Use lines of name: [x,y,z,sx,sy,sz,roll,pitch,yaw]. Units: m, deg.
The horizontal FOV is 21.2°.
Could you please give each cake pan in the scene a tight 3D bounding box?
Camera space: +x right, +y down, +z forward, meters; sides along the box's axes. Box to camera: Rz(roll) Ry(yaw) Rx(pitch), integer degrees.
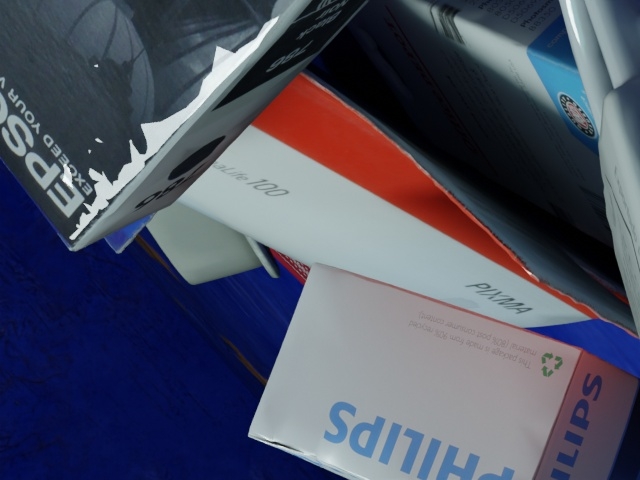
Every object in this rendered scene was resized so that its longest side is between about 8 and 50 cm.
cake pan: [-0.116,-0.094,1.050,0.293,0.054,0.293,61,180,0]

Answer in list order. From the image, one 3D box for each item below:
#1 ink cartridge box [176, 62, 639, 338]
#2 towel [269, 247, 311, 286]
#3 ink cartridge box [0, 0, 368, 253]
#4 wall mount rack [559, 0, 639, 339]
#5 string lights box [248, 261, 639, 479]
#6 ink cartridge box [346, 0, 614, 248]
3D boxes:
ink cartridge box: [0.011,-0.010,0.713,0.385,0.091,0.308,40,-172,39]
towel: [0.000,0.000,1.259,0.199,0.031,0.275,43,170,18]
ink cartridge box: [-0.060,-0.110,0.464,0.165,0.065,0.332,52,143,3]
wall mount rack: [0.133,0.034,0.296,0.304,0.130,0.350,59,-165,-67]
string lights box: [0.107,0.095,0.706,0.133,0.077,0.259,18,174,42]
ink cartridge box: [0.079,-0.059,0.564,0.104,0.060,0.180,52,171,-35]
